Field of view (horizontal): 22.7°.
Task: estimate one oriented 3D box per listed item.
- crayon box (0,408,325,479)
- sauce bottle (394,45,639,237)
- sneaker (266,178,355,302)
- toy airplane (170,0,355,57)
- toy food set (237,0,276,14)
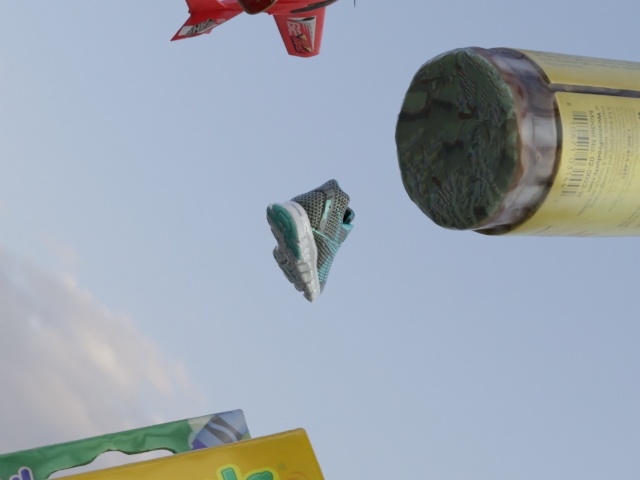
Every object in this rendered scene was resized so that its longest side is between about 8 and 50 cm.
[{"bbox_3d":[-0.073,0.237,0.913,0.323,0.203,0.083,67,-30,26],"label":"crayon box"},{"bbox_3d":[0.204,-0.055,0.990,0.111,0.344,0.111,-3,-94,52],"label":"sauce bottle"},{"bbox_3d":[0.000,0.000,1.430,0.065,0.076,0.166,52,-13,18],"label":"sneaker"},{"bbox_3d":[-0.042,-0.178,1.208,0.151,0.151,0.028,101,-23,-64],"label":"toy airplane"},{"bbox_3d":[-0.064,-0.186,0.981,0.122,0.019,0.078,43,-55,-8],"label":"toy food set"}]
